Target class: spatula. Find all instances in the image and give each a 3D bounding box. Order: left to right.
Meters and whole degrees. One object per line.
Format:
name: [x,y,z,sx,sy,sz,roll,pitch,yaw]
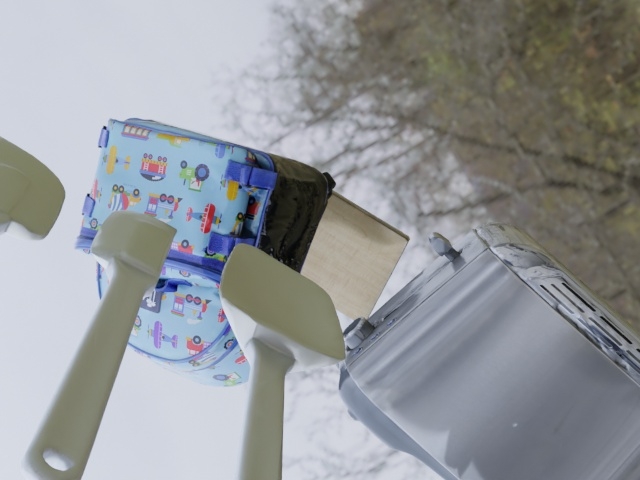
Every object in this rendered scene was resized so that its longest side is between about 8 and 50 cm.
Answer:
spatula: [-0.066,0.028,0.452,0.168,0.019,0.242,29,-164,-10]

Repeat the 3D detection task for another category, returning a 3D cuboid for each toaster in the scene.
toaster: [0.129,0.096,0.805,0.227,0.146,0.129,41,-172,-7]

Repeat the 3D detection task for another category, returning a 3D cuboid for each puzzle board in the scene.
puzzle board: [0.000,0.000,1.066,0.128,0.096,0.011,32,-144,9]

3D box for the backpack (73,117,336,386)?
backpack: [-0.092,0.012,0.920,0.158,0.173,0.117,19,-175,30]
